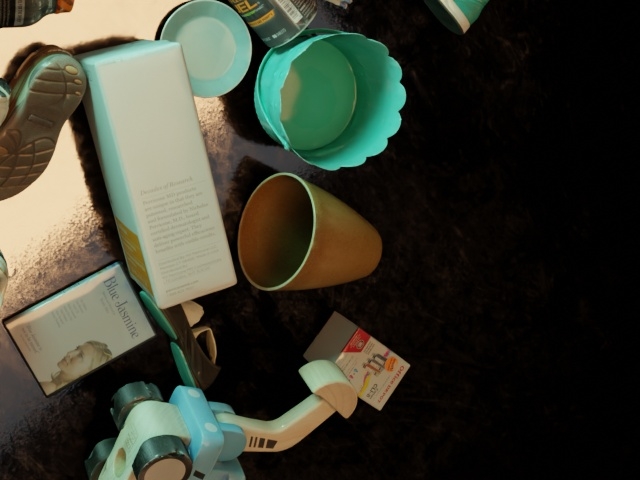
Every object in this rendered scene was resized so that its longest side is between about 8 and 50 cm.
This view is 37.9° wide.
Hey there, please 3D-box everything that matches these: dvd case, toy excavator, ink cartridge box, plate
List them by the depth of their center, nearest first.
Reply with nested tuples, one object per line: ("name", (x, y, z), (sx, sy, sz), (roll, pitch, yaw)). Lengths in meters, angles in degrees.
("plate", (-0.225, -0.373, 1.815), (0.188, 0.024, 0.188), (-7, 105, -25))
("dvd case", (-0.468, 0.176, 1.838), (0.253, 0.022, 0.180), (-30, 114, -17))
("toy excavator", (-0.193, 0.409, 1.890), (0.445, 0.222, 0.433), (15, 111, -35))
("ink cartridge box", (0.081, 0.268, 2.068), (0.176, 0.127, 0.128), (37, 85, -29))

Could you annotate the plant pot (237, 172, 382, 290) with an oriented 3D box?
("plant pot", (0.000, 0.000, 1.925), (0.254, 0.237, 0.237), (11, 98, -42))

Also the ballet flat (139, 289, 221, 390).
("ballet flat", (-0.278, 0.184, 1.901), (0.096, 0.095, 0.280), (-36, 126, -25))

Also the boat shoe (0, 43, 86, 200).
("boat shoe", (-0.530, -0.208, 1.661), (0.123, 0.116, 0.324), (27, 109, -44))

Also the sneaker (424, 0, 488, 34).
("sneaker", (0.275, -0.594, 1.942), (0.178, 0.124, 0.295), (-46, 125, -3))

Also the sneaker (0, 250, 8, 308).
("sneaker", (-0.672, 0.153, 1.677), (0.126, 0.127, 0.321), (27, 92, -30))

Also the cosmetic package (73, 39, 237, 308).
("cosmetic package", (-0.307, -0.130, 1.722), (0.161, 0.230, 0.453), (-18, 109, -20))

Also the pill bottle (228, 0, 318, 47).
("pill bottle", (-0.126, -0.497, 1.771), (0.130, 0.130, 0.246), (-48, 117, -8))

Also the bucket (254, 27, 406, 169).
("bucket", (0.008, -0.286, 1.861), (0.281, 0.183, 0.281), (-7, 105, -25))

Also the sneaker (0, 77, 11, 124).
("sneaker", (-0.659, -0.260, 1.554), (0.275, 0.107, 0.110), (27, 110, -3))

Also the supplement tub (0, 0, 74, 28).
("supplement tub", (-0.585, -0.448, 1.517), (0.338, 0.207, 0.207), (-7, 106, -24))

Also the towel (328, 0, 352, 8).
("towel", (-0.048, -0.573, 1.756), (0.285, 0.034, 0.209), (10, 70, -45))
